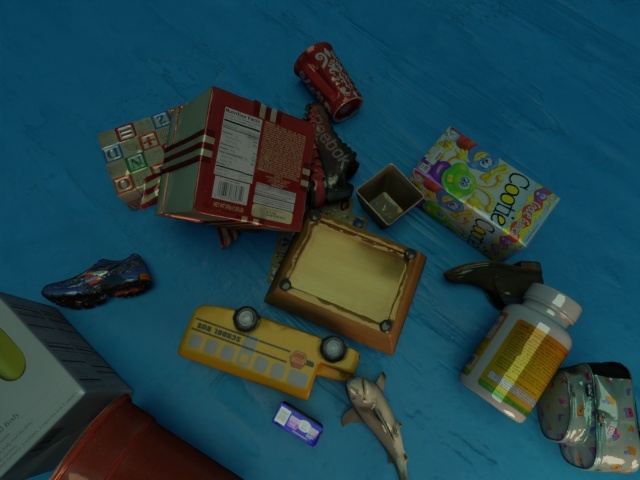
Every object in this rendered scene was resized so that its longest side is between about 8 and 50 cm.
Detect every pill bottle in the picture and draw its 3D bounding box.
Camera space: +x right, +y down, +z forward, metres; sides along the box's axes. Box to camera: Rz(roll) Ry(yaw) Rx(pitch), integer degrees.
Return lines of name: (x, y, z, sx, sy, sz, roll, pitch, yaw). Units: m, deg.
pill bottle: (0.392, 0.210, 0.832, 0.136, 0.136, 0.245, 35, 86, 10)

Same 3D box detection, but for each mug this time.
mug: (0.011, -0.383, 1.061, 0.150, 0.113, 0.169, -24, 76, -36)

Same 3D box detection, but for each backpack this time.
backpack: (0.497, 0.330, 0.801, 0.145, 0.165, 0.188, -2, 68, 0)

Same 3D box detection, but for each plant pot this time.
plant pot: (-0.287, 0.442, 0.712, 0.265, 0.272, 0.272, 27, 73, 0)
plant pot: (0.149, -0.087, 0.973, 0.109, 0.096, 0.109, -38, 76, -13)

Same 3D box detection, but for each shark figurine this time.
shark figurine: (0.100, 0.375, 0.833, 0.116, 0.166, 0.278, -23, 90, 18)

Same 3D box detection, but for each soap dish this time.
soap dish: (0.056, 0.075, 0.896, 0.291, 0.118, 0.228, 22, 72, 7)

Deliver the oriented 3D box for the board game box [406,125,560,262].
board game box: (0.344, -0.096, 0.955, 0.275, 0.144, 0.142, 37, 75, 12)

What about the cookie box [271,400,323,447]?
cookie box: (-0.043, 0.347, 0.816, 0.092, 0.107, 0.040, 29, 72, 7)

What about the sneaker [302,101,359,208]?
sneaker: (0.020, -0.204, 1.012, 0.135, 0.097, 0.275, -2, 68, -8)

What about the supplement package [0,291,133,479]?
supplement package: (-0.542, 0.263, 0.788, 0.263, 0.198, 0.199, 40, 76, 12)

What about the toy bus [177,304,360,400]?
toy bus: (-0.097, 0.222, 0.857, 0.333, 0.108, 0.130, 18, 72, 5)

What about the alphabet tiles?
alphabet tiles: (0.000, 0.000, 0.988, 0.199, 0.009, 0.236, 11, 71, 3)

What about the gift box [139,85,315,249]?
gift box: (-0.192, -0.123, 0.858, 0.255, 0.258, 0.275, 16, 83, -34)

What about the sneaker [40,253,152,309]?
sneaker: (-0.476, 0.087, 0.922, 0.222, 0.083, 0.087, -11, 58, -10)

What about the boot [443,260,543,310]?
boot: (0.379, 0.103, 0.921, 0.220, 0.082, 0.106, -2, 69, -4)

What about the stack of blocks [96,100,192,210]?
stack of blocks: (-0.340, -0.211, 1.011, 0.298, 0.087, 0.171, -24, 73, -9)
